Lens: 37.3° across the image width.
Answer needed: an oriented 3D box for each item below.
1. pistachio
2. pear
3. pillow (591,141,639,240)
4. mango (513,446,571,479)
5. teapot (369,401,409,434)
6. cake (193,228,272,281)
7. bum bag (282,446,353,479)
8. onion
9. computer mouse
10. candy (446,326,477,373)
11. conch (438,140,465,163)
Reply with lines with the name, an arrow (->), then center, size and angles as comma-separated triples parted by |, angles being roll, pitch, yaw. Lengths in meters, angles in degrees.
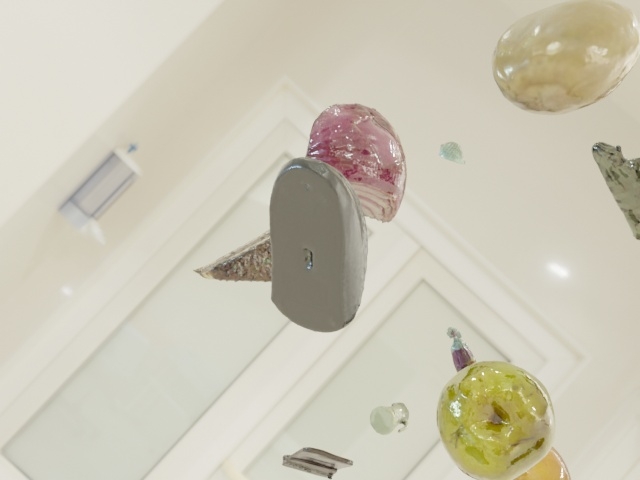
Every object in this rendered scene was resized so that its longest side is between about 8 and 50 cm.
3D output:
pistachio -> 0.395, -0.294, 1.514 | 0.181, 0.293, 0.162 | 49, -28, 21
pear -> 0.276, 0.284, 1.502 | 0.200, 0.200, 0.200 | 43, -6, 5
pillow -> 0.651, -0.108, 1.974 | 0.093, 0.051, 0.241 | -18, -73, 45
mango -> 0.475, 0.554, 2.227 | 0.201, 0.199, 0.350 | 41, 0, -15
teapot -> 0.143, 0.349, 1.866 | 0.067, 0.057, 0.083 | 43, 27, 22
cake -> -0.088, 0.056, 1.714 | 0.112, 0.246, 0.135 | -4, -67, 63
bum bag -> -0.007, 0.437, 1.861 | 0.109, 0.026, 0.159 | 19, -25, -11
onion -> 0.100, -0.182, 2.058 | 0.250, 0.248, 0.111 | 16, -10, -24
computer mouse -> 0.000, 0.000, 1.342 | 0.137, 0.086, 0.270 | 16, -59, 28
candy -> 0.277, 0.243, 1.782 | 0.045, 0.043, 0.175 | 6, 58, -57
conch -> 0.377, -0.251, 2.701 | 0.085, 0.057, 0.076 | 20, 20, 23
